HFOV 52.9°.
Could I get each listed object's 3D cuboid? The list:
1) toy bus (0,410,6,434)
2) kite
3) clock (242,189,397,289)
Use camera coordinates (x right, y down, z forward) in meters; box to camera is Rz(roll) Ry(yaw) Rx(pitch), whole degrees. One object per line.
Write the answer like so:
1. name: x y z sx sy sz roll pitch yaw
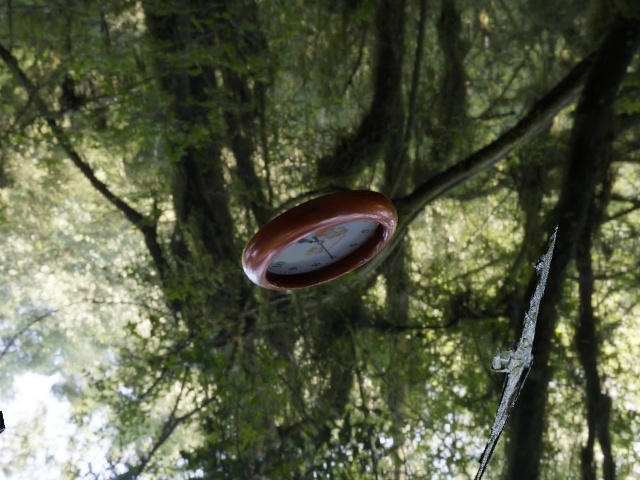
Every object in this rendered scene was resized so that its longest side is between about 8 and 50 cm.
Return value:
1. toy bus: -0.503 0.315 0.893 0.098 0.178 0.087 6 -161 -33
2. kite: 0.286 0.173 0.944 0.014 0.406 0.368 17 177 27
3. clock: 0.000 0.000 0.811 0.205 0.205 0.051 -15 -116 -19
